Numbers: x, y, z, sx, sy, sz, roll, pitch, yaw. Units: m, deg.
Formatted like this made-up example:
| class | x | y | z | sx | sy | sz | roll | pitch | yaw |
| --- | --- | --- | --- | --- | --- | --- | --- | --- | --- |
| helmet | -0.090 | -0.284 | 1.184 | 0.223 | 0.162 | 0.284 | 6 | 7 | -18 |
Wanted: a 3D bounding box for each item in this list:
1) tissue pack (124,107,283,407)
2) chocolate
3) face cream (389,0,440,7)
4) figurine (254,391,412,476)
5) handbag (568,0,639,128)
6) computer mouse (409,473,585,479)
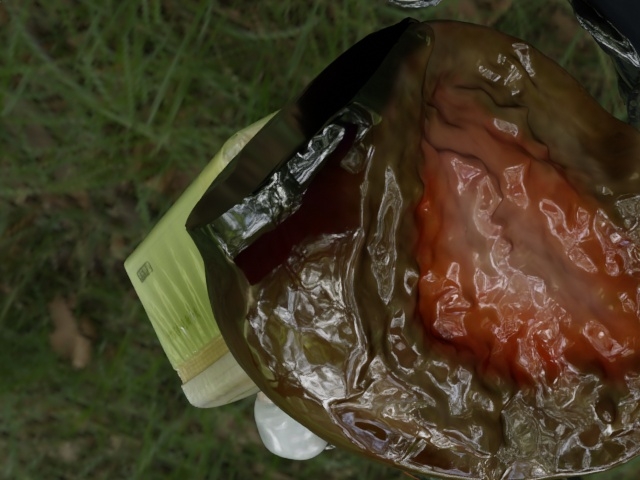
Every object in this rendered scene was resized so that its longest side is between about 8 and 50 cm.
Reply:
| class | x | y | z | sx | sy | sz | roll | pitch | yaw |
| --- | --- | --- | --- | --- | --- | --- | --- | --- | --- |
| tissue pack | 0.000 | 0.000 | 0.850 | 0.125 | 0.159 | 0.234 | 62 | 155 | 5 |
| chocolate | 0.040 | 0.010 | 0.401 | 0.124 | 0.127 | 0.133 | -41 | 99 | 5 |
| face cream | -0.022 | -0.145 | 0.464 | 0.092 | 0.058 | 0.243 | 29 | -177 | 37 |
| figurine | 0.100 | 0.147 | 1.491 | 0.323 | 0.196 | 0.320 | -2 | 135 | 15 |
| handbag | 0.171 | -0.104 | 0.668 | 0.088 | 0.211 | 0.254 | -41 | 120 | -3 |
| computer mouse | 0.107 | 0.140 | 0.949 | 0.172 | 0.057 | 0.099 | 24 | 162 | 16 |
